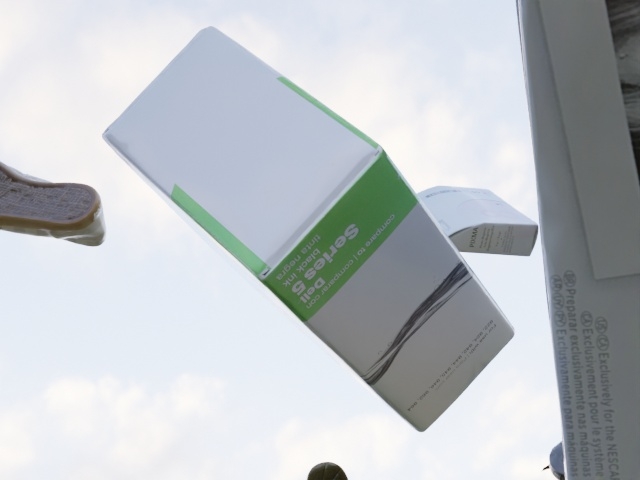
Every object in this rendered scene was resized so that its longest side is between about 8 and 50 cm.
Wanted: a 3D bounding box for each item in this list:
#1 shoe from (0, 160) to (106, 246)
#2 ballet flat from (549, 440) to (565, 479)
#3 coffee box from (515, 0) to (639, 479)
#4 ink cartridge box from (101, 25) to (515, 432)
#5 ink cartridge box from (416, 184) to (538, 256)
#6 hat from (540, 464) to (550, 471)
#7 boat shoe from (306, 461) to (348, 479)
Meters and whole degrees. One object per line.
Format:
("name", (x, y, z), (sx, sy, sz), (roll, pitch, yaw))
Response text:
("shoe", (-0.316, -0.037, 1.236), (0.058, 0.219, 0.077), (68, -140, -59))
("ballet flat", (0.338, 0.209, 1.122), (0.249, 0.084, 0.058), (-6, -57, 0))
("coffee box", (0.293, -0.039, 0.649), (0.334, 0.337, 0.338), (-5, -76, 14))
("ink cartridge box", (0.000, 0.000, 0.869), (0.115, 0.198, 0.273), (-47, -39, -5))
("ink cartridge box", (0.169, -0.034, 1.735), (0.232, 0.189, 0.066), (7, -73, -17))
("hat", (0.495, 0.352, 1.823), (0.183, 0.208, 0.173), (-51, -23, 24))
("boat shoe", (0.016, 0.290, 1.160), (0.056, 0.153, 0.048), (-13, -10, -8))
